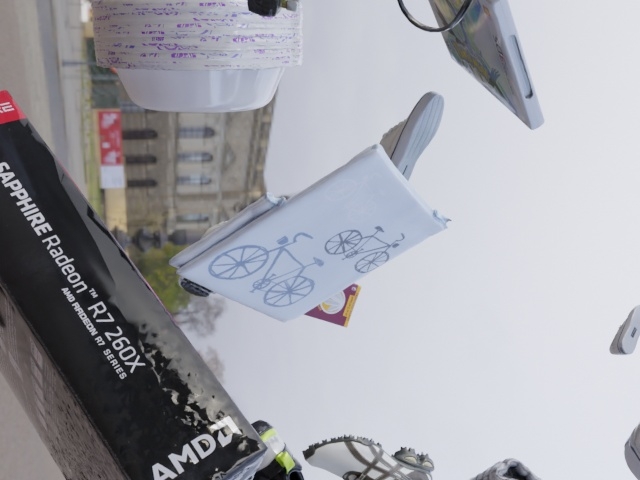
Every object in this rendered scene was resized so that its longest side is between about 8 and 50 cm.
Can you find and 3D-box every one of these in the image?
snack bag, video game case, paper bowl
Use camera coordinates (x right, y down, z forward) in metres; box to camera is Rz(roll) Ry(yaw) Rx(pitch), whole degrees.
[{"bbox_3d":[0.000,0.000,1.097,0.323,0.342,0.037,35,27,-57],"label":"snack bag"},{"bbox_3d":[0.290,-0.396,1.392,0.300,0.036,0.329,54,5,-44],"label":"video game case"},{"bbox_3d":[-0.166,-0.259,1.019,0.284,0.284,0.148,-134,-137,-67],"label":"paper bowl"}]

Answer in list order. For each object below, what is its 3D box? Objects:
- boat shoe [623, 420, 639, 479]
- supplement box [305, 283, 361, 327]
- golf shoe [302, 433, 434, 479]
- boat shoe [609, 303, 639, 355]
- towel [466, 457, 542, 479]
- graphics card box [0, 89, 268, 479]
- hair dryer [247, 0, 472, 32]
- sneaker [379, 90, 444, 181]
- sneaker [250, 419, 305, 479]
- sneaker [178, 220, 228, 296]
[{"bbox_3d":[0.562,0.335,0.922,0.367,0.136,0.156,49,-33,41],"label":"boat shoe"},{"bbox_3d":[-0.016,0.119,1.675,0.081,0.188,0.104,21,-88,66],"label":"supplement box"},{"bbox_3d":[0.070,0.331,1.029,0.077,0.198,0.094,121,-21,-51],"label":"golf shoe"},{"bbox_3d":[0.458,0.134,1.097,0.035,0.100,0.035,46,-32,-10],"label":"boat shoe"},{"bbox_3d":[0.247,0.386,0.802,0.283,0.121,0.235,38,-34,6],"label":"towel"},{"bbox_3d":[-0.202,0.085,0.599,0.371,0.094,0.233,50,-34,21],"label":"graphics card box"},{"bbox_3d":[0.042,-0.341,0.654,0.080,0.223,0.293,-113,-156,-57],"label":"hair dryer"},{"bbox_3d":[0.178,-0.219,1.622,0.091,0.094,0.258,40,-70,34],"label":"sneaker"},{"bbox_3d":[-0.066,0.314,0.898,0.097,0.084,0.235,35,-35,25],"label":"sneaker"},{"bbox_3d":[-0.181,-0.003,1.504,0.292,0.110,0.118,-34,-144,29],"label":"sneaker"}]
